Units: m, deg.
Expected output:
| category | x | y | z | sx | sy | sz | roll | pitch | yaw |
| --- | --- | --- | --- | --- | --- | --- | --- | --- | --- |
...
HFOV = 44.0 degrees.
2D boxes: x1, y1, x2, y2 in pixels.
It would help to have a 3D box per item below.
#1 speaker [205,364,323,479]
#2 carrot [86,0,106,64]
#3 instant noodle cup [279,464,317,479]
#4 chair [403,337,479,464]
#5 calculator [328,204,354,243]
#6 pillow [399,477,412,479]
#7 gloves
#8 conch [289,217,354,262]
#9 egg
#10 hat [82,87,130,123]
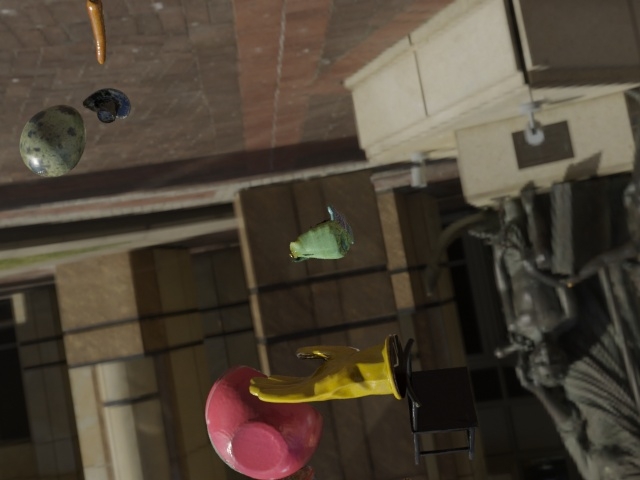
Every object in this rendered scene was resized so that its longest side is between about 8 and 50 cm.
| category | x | y | z | sx | sy | sz | roll | pitch | yaw |
| --- | --- | --- | --- | --- | --- | --- | --- | --- | --- |
| speaker | -0.139 | 0.432 | 1.915 | 0.294 | 0.295 | 0.294 | -10 | 176 | -1 |
| carrot | -0.534 | -0.501 | 1.913 | 0.037 | 0.037 | 0.190 | -9 | 140 | -13 |
| instant noodle cup | -0.043 | 0.716 | 2.193 | 0.127 | 0.136 | 0.127 | -25 | -168 | 6 |
| chair | 0.240 | 0.329 | 1.614 | 0.141 | 0.155 | 0.260 | -7 | 138 | 3 |
| calculator | 0.058 | -0.039 | 2.136 | 0.019 | 0.094 | 0.141 | -21 | 147 | 17 |
| pillow | 0.156 | 0.558 | 1.537 | 0.211 | 0.135 | 0.034 | -28 | 150 | -41 |
| gloves | 0.004 | 0.252 | 1.467 | 0.294 | 0.116 | 0.133 | -10 | 172 | 15 |
| conch | 0.000 | 0.000 | 2.030 | 0.170 | 0.106 | 0.079 | -10 | 176 | 2 |
| egg | -0.613 | -0.233 | 1.828 | 0.141 | 0.182 | 0.141 | 16 | 157 | 7 |
| hat | -0.502 | -0.307 | 1.867 | 0.121 | 0.050 | 0.121 | -4 | 157 | -2 |
